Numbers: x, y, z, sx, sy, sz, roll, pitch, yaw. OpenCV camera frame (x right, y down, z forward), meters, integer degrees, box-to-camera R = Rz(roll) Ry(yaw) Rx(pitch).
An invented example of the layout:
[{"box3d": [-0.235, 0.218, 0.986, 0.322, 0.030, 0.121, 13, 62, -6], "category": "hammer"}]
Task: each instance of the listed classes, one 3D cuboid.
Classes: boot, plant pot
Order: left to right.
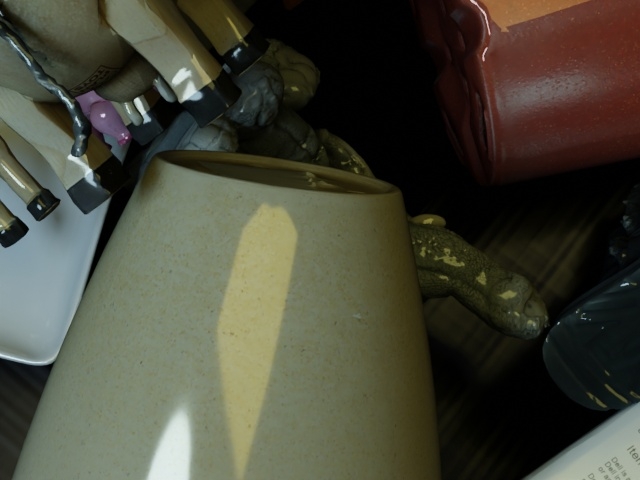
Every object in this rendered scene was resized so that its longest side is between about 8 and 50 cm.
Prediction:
[{"box3d": [-0.043, 0.097, 0.561, 0.256, 0.256, 0.274, 8, 100, -2], "category": "plant pot"}, {"box3d": [0.209, -0.166, 0.731, 0.265, 0.272, 0.272, -17, 74, -1], "category": "plant pot"}, {"box3d": [0.259, -0.008, 0.652, 0.094, 0.246, 0.207, 52, 36, -2], "category": "boot"}]

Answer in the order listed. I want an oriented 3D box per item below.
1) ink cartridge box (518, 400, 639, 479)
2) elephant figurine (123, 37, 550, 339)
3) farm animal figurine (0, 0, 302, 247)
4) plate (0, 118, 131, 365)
[{"box3d": [0.291, 0.165, 0.661, 0.289, 0.121, 0.211, -31, 73, -11], "category": "ink cartridge box"}, {"box3d": [0.000, 0.000, 0.712, 0.239, 0.186, 0.169, 37, 108, -18], "category": "elephant figurine"}, {"box3d": [-0.133, -0.127, 0.554, 0.330, 0.327, 0.172, -39, 105, 1], "category": "farm animal figurine"}, {"box3d": [-0.266, -0.069, 0.753, 0.277, 0.045, 0.278, 13, 72, 7], "category": "plate"}]
